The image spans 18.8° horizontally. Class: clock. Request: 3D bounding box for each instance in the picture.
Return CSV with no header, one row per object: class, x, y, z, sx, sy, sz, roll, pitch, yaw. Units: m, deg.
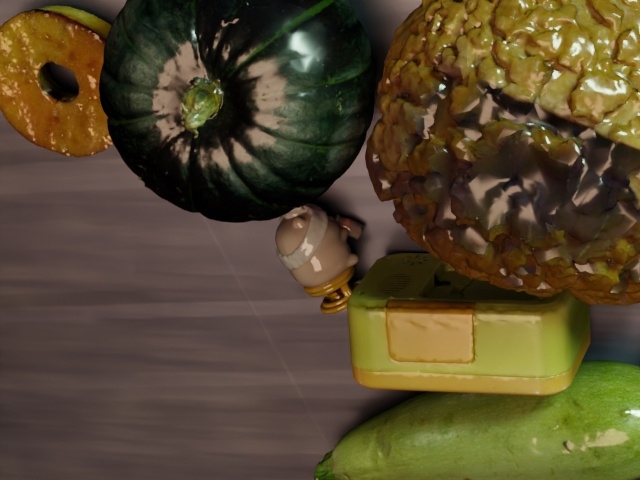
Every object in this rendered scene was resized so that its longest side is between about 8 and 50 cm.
clock,0.135,0.075,1.742,0.202,0.143,0.096,2,114,18

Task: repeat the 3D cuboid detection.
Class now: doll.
doll,0.000,0.000,1.802,0.084,0.073,0.127,-32,108,-5

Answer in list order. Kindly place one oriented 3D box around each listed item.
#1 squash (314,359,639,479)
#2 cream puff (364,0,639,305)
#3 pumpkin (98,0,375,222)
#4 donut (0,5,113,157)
squash,0.158,0.180,1.806,0.371,0.118,0.118,-8,112,27
cream puff,0.206,-0.079,1.596,0.327,0.231,0.343,-25,105,24
pumpkin,-0.075,-0.131,1.677,0.250,0.216,0.249,4,106,14
donut,-0.236,-0.153,1.808,0.152,0.058,0.152,8,116,16
